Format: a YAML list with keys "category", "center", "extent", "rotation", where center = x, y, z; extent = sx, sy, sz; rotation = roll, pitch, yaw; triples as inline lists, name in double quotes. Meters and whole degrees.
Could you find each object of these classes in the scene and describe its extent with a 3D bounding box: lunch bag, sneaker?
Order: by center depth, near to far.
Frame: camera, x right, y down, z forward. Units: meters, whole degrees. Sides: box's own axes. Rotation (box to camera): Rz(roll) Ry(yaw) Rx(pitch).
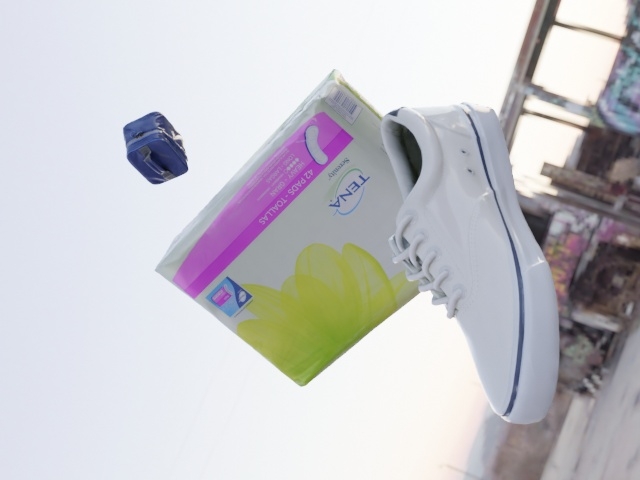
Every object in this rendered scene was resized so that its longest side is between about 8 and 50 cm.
- category: "sneaker"
  center: [0.094, 0.010, 0.703]
  extent: [0.094, 0.091, 0.258]
  rotation: [102, 163, -50]
- category: "lunch bag"
  center: [-0.228, -0.125, 1.402]
  extent: [0.098, 0.067, 0.065]
  rotation: [49, -160, -53]

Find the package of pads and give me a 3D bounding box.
- category: "package of pads"
  center: [0.000, 0.000, 1.095]
  extent: [0.296, 0.229, 0.101]
  rotation: [-44, 12, 28]
